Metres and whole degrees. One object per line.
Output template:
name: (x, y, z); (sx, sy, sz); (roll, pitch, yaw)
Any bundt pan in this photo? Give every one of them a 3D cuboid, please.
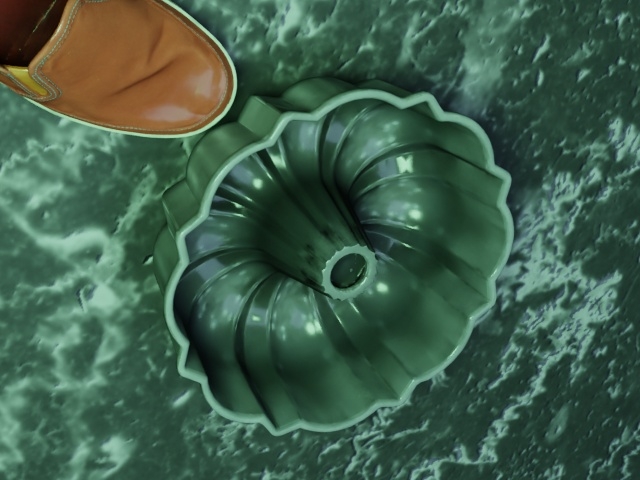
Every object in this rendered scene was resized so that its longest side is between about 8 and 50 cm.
bundt pan: (0.000, 0.000, 1.167); (0.331, 0.124, 0.330); (-13, 122, -21)

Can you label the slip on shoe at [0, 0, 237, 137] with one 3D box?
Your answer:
slip on shoe: (-0.199, -0.155, 0.997); (0.331, 0.101, 0.123); (24, 101, -36)
